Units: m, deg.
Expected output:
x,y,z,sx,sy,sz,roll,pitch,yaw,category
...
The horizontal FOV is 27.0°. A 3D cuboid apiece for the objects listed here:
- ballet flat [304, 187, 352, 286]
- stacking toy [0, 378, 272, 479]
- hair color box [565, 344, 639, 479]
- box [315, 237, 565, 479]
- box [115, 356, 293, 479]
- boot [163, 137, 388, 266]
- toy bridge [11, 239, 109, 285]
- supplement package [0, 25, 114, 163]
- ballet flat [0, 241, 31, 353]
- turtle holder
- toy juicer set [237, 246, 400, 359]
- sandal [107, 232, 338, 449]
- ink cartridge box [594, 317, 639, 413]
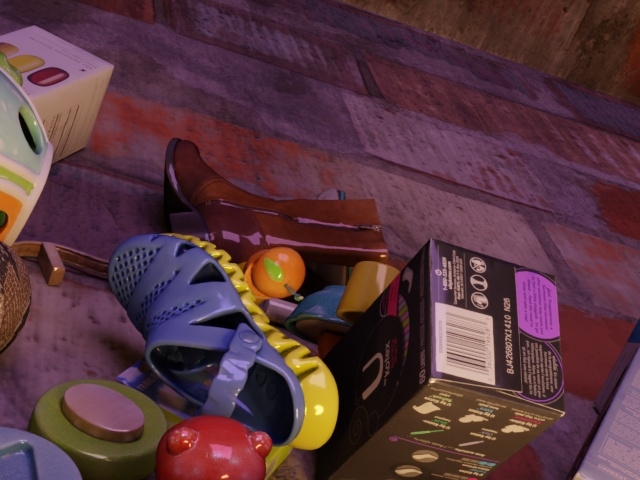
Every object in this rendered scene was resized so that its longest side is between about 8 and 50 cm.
x,y,z,sx,sy,sz,roll,pitch,yaw,category
0.000,0.000,1.850,0.086,0.086,0.248,20,22,-10,ballet flat
-0.213,0.173,1.145,0.309,0.130,0.279,0,31,-31,stacking toy
0.318,0.269,1.418,0.114,0.185,0.374,29,23,13,hair color box
0.110,0.145,1.331,0.143,0.270,0.165,16,52,-17,box
-0.118,0.181,1.373,0.178,0.042,0.109,28,22,11,box
-0.063,-0.053,1.752,0.281,0.096,0.264,-2,30,-10,boot
-0.311,0.025,1.544,0.188,0.026,0.063,8,27,-31,toy bridge
-0.400,-0.180,1.764,0.139,0.133,0.244,27,23,7,supplement package
-0.422,0.070,1.149,0.483,0.164,0.182,-4,-2,-44,ballet flat
-0.425,-0.102,1.473,0.227,0.243,0.320,25,4,-19,turtle holder
-0.011,0.096,1.551,0.209,0.089,0.329,12,-17,6,toy juicer set
-0.124,0.097,1.347,0.138,0.126,0.317,-8,37,-45,sandal
0.487,0.216,1.643,0.129,0.223,0.307,15,25,-19,ink cartridge box
